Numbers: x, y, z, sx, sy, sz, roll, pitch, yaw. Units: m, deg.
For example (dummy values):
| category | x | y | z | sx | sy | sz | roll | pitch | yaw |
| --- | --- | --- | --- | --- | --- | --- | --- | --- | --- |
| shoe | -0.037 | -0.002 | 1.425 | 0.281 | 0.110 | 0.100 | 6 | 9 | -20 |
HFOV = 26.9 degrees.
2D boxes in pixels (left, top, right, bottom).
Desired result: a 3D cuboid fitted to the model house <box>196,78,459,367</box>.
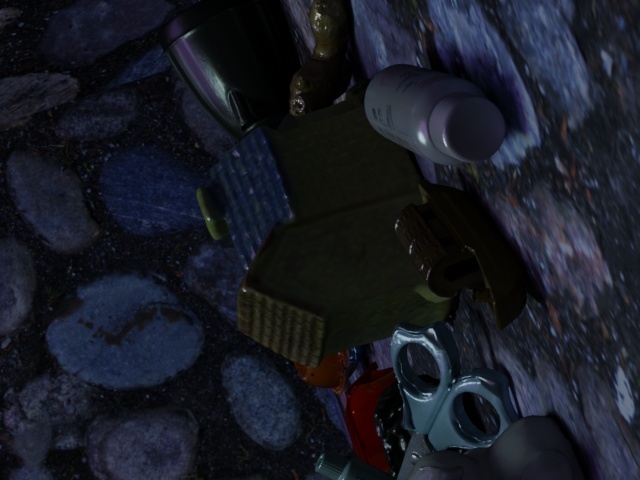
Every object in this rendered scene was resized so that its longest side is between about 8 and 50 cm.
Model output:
| category | x | y | z | sx | sy | sz | roll | pitch | yaw |
| --- | --- | --- | --- | --- | --- | --- | --- | --- | --- |
| model house | 0.000 | 0.000 | 1.685 | 0.261 | 0.266 | 0.321 | 95 | 155 | -65 |

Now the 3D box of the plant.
| category | x | y | z | sx | sy | sz | roll | pitch | yaw |
| --- | --- | --- | --- | --- | --- | --- | --- | --- | --- |
| plant | 0.141 | 0.261 | 1.828 | 0.194 | 0.132 | 0.129 | -118 | 9 | -80 |

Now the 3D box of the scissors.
| category | x | y | z | sx | sy | sz | roll | pitch | yaw |
| --- | --- | --- | --- | --- | --- | --- | --- | --- | --- |
| scissors | 0.125 | 0.249 | 1.632 | 0.191 | 0.029 | 0.360 | 40 | 135 | 21 |

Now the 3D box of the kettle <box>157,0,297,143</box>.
| category | x | y | z | sx | sy | sz | roll | pitch | yaw |
| --- | --- | --- | --- | --- | --- | --- | --- | --- | --- |
| kettle | -0.133 | -0.273 | 2.313 | 0.271 | 0.207 | 0.251 | 63 | 166 | 3 |

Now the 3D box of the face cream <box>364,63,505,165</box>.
| category | x | y | z | sx | sy | sz | roll | pitch | yaw |
| --- | --- | --- | --- | --- | --- | --- | --- | --- | --- |
| face cream | 0.107 | -0.117 | 1.247 | 0.269 | 0.082 | 0.082 | -137 | 28 | -74 |

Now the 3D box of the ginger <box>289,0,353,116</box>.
| category | x | y | z | sx | sy | sz | roll | pitch | yaw |
| --- | --- | --- | --- | --- | --- | --- | --- | --- | --- |
| ginger | -0.001 | -0.221 | 1.728 | 0.059 | 0.133 | 0.214 | 27 | 148 | 17 |

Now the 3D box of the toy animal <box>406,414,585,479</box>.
| category | x | y | z | sx | sy | sz | roll | pitch | yaw |
| --- | --- | --- | --- | --- | --- | --- | --- | --- | --- |
| toy animal | 0.173 | 0.259 | 1.340 | 0.178 | 0.193 | 0.127 | 133 | 117 | -73 |

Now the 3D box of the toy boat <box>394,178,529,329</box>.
| category | x | y | z | sx | sy | sz | roll | pitch | yaw |
| --- | --- | --- | --- | --- | --- | --- | --- | --- | --- |
| toy boat | 0.137 | 0.015 | 1.336 | 0.226 | 0.088 | 0.068 | -117 | 11 | -55 |

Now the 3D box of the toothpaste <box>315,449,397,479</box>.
| category | x | y | z | sx | sy | sz | roll | pitch | yaw |
| --- | --- | --- | --- | --- | --- | --- | --- | --- | --- |
| toothpaste | 0.131 | 0.353 | 1.775 | 0.048 | 0.297 | 0.075 | -65 | 7 | -7 |

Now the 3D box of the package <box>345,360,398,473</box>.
| category | x | y | z | sx | sy | sz | roll | pitch | yaw |
| --- | --- | --- | --- | --- | --- | --- | --- | --- | --- |
| package | 0.145 | 0.403 | 2.258 | 0.423 | 0.123 | 0.196 | -115 | 6 | -51 |

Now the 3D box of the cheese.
| category | x | y | z | sx | sy | sz | roll | pitch | yaw |
| --- | --- | --- | --- | --- | --- | --- | --- | --- | --- |
| cheese | 0.023 | 0.208 | 2.714 | 0.329 | 0.129 | 0.217 | 144 | 110 | -71 |
